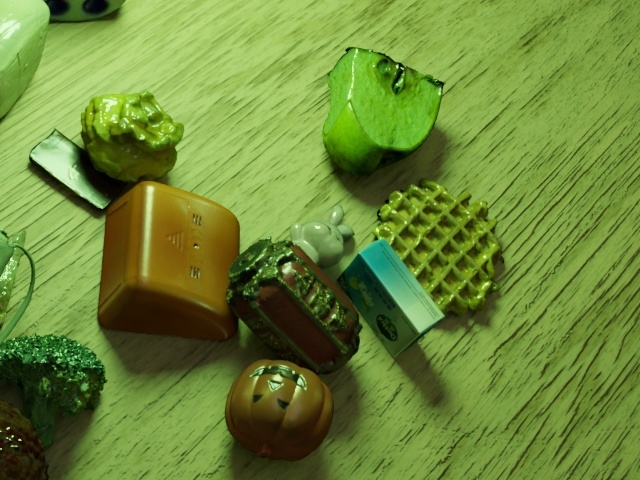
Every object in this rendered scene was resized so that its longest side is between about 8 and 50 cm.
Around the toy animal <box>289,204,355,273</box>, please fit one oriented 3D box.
[{"bbox_3d":[0.001,0.000,1.990,0.124,0.124,0.212,43,61,4],"label":"toy animal"}]

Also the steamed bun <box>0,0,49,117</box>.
[{"bbox_3d":[-0.616,-0.347,1.884,0.154,0.200,0.250,27,55,-5],"label":"steamed bun"}]

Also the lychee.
[{"bbox_3d":[-0.544,0.345,1.539,0.260,0.260,0.261,9,62,-16],"label":"lychee"}]

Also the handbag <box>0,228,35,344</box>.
[{"bbox_3d":[-0.599,0.088,1.695,0.219,0.079,0.256,33,74,-28],"label":"handbag"}]

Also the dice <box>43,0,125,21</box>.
[{"bbox_3d":[-0.504,-0.607,2.026,0.243,0.259,0.251,-8,68,-22],"label":"dice"}]

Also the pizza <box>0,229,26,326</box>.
[{"bbox_3d":[-0.601,0.066,1.777,0.181,0.034,0.262,34,58,-1],"label":"pizza"}]

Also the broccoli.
[{"bbox_3d":[-0.455,0.250,1.694,0.219,0.194,0.194,7,60,-44],"label":"broccoli"}]

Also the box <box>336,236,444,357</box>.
[{"bbox_3d":[0.132,0.110,1.968,0.073,0.139,0.194,-31,78,-29],"label":"box"}]

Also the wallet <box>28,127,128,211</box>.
[{"bbox_3d":[-0.460,-0.132,1.937,0.176,0.026,0.095,36,52,-3],"label":"wallet"}]

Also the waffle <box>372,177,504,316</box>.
[{"bbox_3d":[0.249,0.019,2.107,0.329,0.062,0.329,9,61,-17],"label":"waffle"}]

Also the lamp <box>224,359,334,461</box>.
[{"bbox_3d":[-0.074,0.302,1.768,0.187,0.188,0.164,26,56,-6],"label":"lamp"}]

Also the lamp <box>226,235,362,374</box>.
[{"bbox_3d":[-0.047,0.123,1.845,0.274,0.177,0.177,48,55,-22],"label":"lamp"}]

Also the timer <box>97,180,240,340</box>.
[{"bbox_3d":[-0.257,0.040,1.882,0.250,0.161,0.258,16,58,-30],"label":"timer"}]

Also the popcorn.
[{"bbox_3d":[-0.357,-0.204,1.929,0.197,0.156,0.198,17,38,-14],"label":"popcorn"}]

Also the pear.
[{"bbox_3d":[0.125,-0.243,2.141,0.238,0.164,0.256,17,64,-23],"label":"pear"}]
